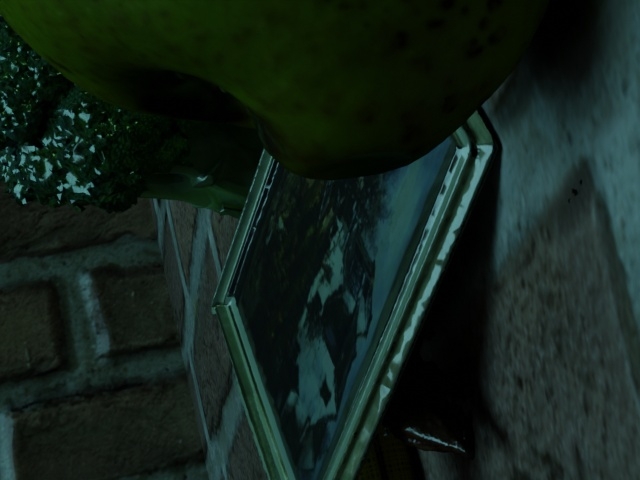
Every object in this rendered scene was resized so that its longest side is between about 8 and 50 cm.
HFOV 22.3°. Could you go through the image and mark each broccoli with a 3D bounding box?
[{"bbox_3d":[-0.098,-0.108,1.034,0.270,0.270,0.270,44,-172,-29],"label":"broccoli"}]

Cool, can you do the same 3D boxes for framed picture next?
[{"bbox_3d":[0.000,0.000,0.868,0.232,0.019,0.296,-113,34,-48],"label":"framed picture"}]

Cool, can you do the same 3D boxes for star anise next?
[{"bbox_3d":[0.035,0.035,0.879,0.212,0.053,0.157,-179,78,-81],"label":"star anise"}]

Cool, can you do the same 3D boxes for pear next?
[{"bbox_3d":[-0.042,-0.146,0.583,0.164,0.238,0.256,143,117,-72],"label":"pear"}]

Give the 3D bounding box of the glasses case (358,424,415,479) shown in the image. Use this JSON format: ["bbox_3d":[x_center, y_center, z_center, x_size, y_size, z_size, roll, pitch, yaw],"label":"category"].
[{"bbox_3d":[0.019,0.117,1.032,0.079,0.064,0.234,122,137,-65],"label":"glasses case"}]
